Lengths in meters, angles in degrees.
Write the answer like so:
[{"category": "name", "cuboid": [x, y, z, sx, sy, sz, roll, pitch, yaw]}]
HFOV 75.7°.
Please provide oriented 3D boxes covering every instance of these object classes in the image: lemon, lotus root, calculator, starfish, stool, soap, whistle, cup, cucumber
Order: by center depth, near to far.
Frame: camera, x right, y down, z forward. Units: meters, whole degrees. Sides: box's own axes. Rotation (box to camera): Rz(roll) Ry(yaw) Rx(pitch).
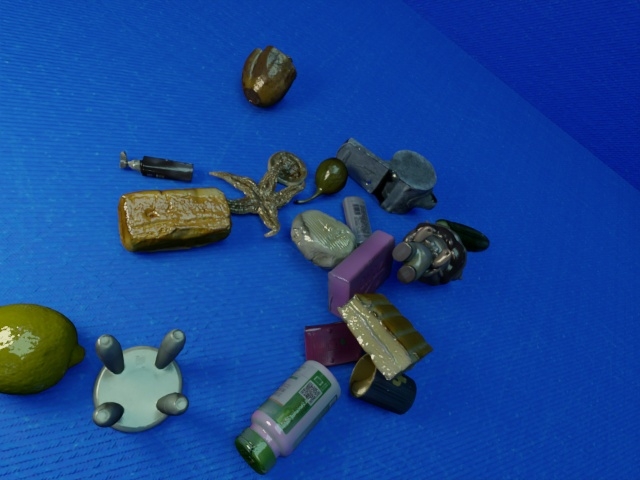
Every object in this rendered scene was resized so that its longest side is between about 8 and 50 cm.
[{"category": "lemon", "cuboid": [-0.625, 0.220, 0.850, 0.248, 0.184, 0.184, 16, 57, -19]}, {"category": "stool", "cuboid": [-0.391, 0.307, 0.905, 0.195, 0.199, 0.196, 2, 61, -27]}, {"category": "cup", "cuboid": [0.183, 0.402, 1.191, 0.155, 0.131, 0.177, 32, 34, -13]}, {"category": "calculator", "cuboid": [0.041, 0.302, 1.201, 0.190, 0.034, 0.127, -2, 84, -29]}, {"category": "soap", "cuboid": [0.129, 0.107, 1.283, 0.081, 0.181, 0.259, 26, 46, 29]}, {"category": "starfish", "cuboid": [-0.192, -0.156, 1.351, 0.302, 0.060, 0.299, -37, 77, -31]}, {"category": "lotus root", "cuboid": [-0.215, -0.592, 1.519, 0.199, 0.188, 0.180, 37, 67, -5]}, {"category": "whistle", "cuboid": [0.249, -0.235, 1.551, 0.404, 0.168, 0.188, 13, 57, -14]}, {"category": "cucumber", "cuboid": [0.591, -0.021, 1.665, 0.243, 0.063, 0.115, 12, 59, -22]}]

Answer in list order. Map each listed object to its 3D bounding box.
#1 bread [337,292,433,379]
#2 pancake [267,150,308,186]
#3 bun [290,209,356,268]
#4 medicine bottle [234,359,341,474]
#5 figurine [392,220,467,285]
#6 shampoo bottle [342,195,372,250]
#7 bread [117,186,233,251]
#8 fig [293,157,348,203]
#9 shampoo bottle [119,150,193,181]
[{"category": "bread", "cuboid": [0.180, 0.258, 1.157, 0.239, 0.111, 0.246, 48, 13, 22]}, {"category": "pancake", "cuboid": [-0.115, -0.257, 1.468, 0.151, 0.025, 0.152, 12, 57, -19]}, {"category": "bun", "cuboid": [0.000, 0.000, 1.311, 0.220, 0.134, 0.221, 22, 31, -15]}, {"category": "medicine bottle", "cuboid": [-0.079, 0.436, 1.026, 0.133, 0.133, 0.274, 48, 53, 5]}, {"category": "figurine", "cuboid": [0.355, 0.054, 1.382, 0.380, 0.203, 0.248, -7, 62, -56]}, {"category": "shampoo bottle", "cuboid": [0.137, -0.047, 1.454, 0.086, 0.056, 0.228, 3, 62, -27]}, {"category": "bread", "cuboid": [-0.401, -0.065, 1.151, 0.294, 0.132, 0.167, -8, 67, -31]}, {"category": "fig", "cuboid": [0.002, -0.194, 1.448, 0.124, 0.124, 0.236, 44, 68, 2]}, {"category": "shampoo bottle", "cuboid": [-0.492, -0.222, 1.240, 0.207, 0.057, 0.064, 6, 61, -24]}]
